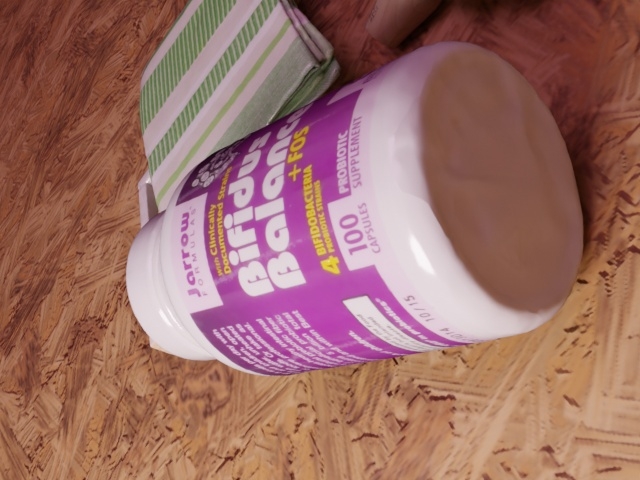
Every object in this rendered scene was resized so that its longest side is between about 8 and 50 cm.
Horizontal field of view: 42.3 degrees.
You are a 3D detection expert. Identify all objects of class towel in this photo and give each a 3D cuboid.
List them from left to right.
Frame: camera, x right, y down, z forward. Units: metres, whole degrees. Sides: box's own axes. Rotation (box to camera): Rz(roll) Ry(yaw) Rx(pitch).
[{"bbox_3d":[-0.105,-0.168,0.857,0.248,0.038,0.324,-48,39,21],"label":"towel"}]

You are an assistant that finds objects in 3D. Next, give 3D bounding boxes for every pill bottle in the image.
[{"bbox_3d":[0.000,0.000,0.549,0.302,0.169,0.169,-19,54,45],"label":"pill bottle"}]

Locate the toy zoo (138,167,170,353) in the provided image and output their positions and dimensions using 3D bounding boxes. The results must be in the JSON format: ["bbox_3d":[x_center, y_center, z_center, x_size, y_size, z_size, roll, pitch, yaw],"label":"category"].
[{"bbox_3d":[-0.119,-0.052,0.854,0.192,0.030,0.293,-43,40,25],"label":"toy zoo"}]

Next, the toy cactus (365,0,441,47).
[{"bbox_3d":[0.093,-0.237,0.660,0.180,0.112,0.219,-53,43,30],"label":"toy cactus"}]
